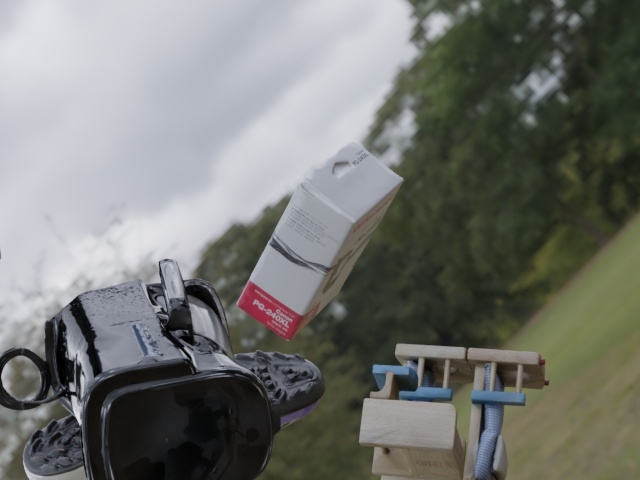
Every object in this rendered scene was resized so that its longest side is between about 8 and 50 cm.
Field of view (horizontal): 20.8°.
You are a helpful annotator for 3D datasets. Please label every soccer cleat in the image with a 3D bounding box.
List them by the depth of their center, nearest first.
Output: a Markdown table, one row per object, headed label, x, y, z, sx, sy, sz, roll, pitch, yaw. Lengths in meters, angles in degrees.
| label | x | y | z | sx | sy | sz | roll | pitch | yaw |
| --- | --- | --- | --- | --- | --- | --- | --- | --- | --- |
| soccer cleat | -0.143 | 0.209 | 1.799 | 0.318 | 0.108 | 0.116 | -19 | -55 | -10 |

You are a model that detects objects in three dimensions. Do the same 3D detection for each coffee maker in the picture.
| label | x | y | z | sx | sy | sz | roll | pitch | yaw |
| --- | --- | --- | --- | --- | --- | --- | --- | --- | --- |
| coffee maker | -0.126 | 0.109 | 1.150 | 0.171 | 0.120 | 0.178 | -29 | 19 | -3 |

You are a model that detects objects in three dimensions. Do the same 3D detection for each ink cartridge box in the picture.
| label | x | y | z | sx | sy | sz | roll | pitch | yaw |
| --- | --- | --- | --- | --- | --- | --- | --- | --- | --- |
| ink cartridge box | 0.000 | 0.000 | 1.561 | 0.109 | 0.063 | 0.150 | -41 | -16 | -54 |

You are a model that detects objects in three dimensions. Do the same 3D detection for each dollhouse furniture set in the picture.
| label | x | y | z | sx | sy | sz | roll | pitch | yaw |
| --- | --- | --- | --- | --- | --- | --- | --- | --- | --- |
| dollhouse furniture set | 0.115 | 0.138 | 1.435 | 0.183 | 0.129 | 0.129 | 68 | -153 | -64 |
